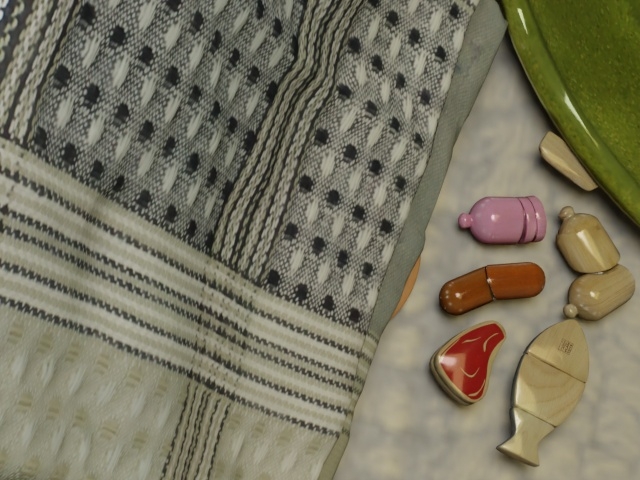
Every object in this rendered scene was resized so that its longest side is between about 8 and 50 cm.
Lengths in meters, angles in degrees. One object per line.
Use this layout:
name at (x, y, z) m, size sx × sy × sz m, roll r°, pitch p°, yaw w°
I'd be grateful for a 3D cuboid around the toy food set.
toy food set at (0.081, 0.021, 0.782) m, size 0.078 × 0.019 × 0.122 m, roll 35°, pitch 71°, yaw -6°

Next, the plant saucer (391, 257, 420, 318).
plant saucer at (0.000, 0.000, 0.768) m, size 0.083 × 0.013 × 0.083 m, roll 4°, pitch 76°, yaw -16°

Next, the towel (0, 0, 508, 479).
towel at (-0.016, -0.049, 0.615) m, size 0.056 × 0.324 × 0.312 m, roll 15°, pitch 79°, yaw 23°

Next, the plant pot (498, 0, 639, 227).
plant pot at (0.293, -0.175, 0.700) m, size 0.366 × 0.353 × 0.366 m, roll 5°, pitch 74°, yaw -17°
